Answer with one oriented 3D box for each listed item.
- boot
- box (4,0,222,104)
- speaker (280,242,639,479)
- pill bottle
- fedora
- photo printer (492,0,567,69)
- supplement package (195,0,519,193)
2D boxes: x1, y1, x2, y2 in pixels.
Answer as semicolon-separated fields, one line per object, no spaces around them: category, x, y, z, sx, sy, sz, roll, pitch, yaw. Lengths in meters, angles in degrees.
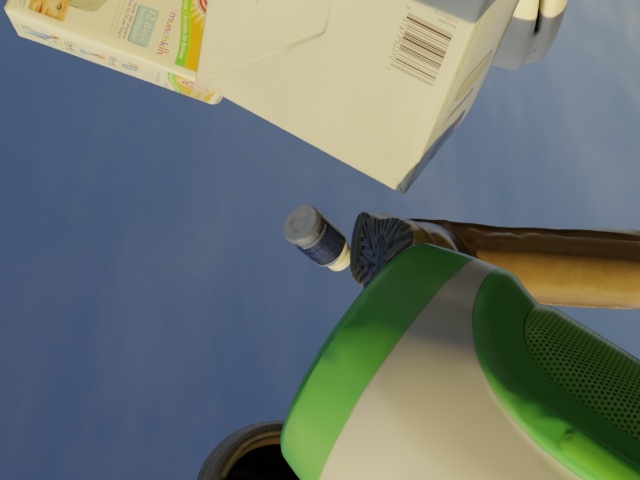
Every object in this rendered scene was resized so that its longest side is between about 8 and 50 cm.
boot;0.177;0.026;0.737;0.269;0.089;0.236;4;-163;-11
box;-0.170;-0.217;0.828;0.203;0.103;0.114;19;-93;-12
speaker;0.132;0.122;0.328;0.296;0.131;0.131;33;-150;17
pill bottle;0.000;0.000;1.388;0.120;0.067;0.067;41;-145;-44
fedora;-0.044;0.352;1.088;0.275;0.124;0.244;22;-126;-22
photo printer;0.175;-0.357;0.965;0.256;0.107;0.308;79;171;-52
supplement package;0.043;-0.208;0.663;0.204;0.262;0.145;30;-133;11
